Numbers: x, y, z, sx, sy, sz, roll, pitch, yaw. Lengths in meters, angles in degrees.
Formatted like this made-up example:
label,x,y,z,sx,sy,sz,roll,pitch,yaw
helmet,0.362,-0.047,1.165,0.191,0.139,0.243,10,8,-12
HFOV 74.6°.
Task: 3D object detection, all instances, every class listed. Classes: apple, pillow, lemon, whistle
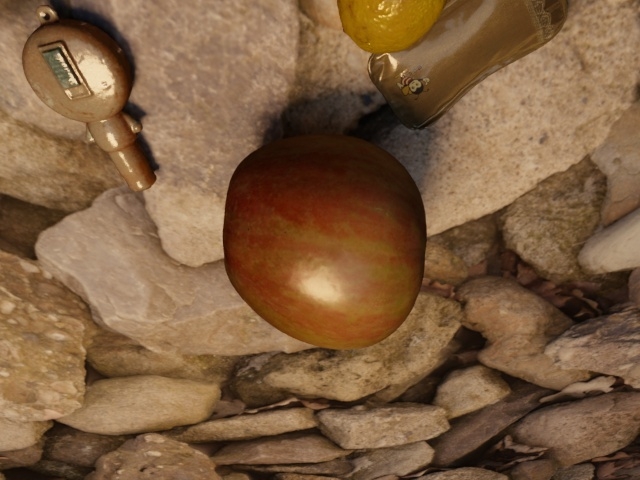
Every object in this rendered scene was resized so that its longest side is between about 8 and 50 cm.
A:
label,x,y,z,sx,sy,sz,roll,pitch,yaw
apple,0.000,0.000,0.513,0.233,0.257,0.257,9,128,-9
pillow,0.164,-0.228,0.479,0.217,0.033,0.130,-32,126,20
lemon,0.071,-0.246,0.406,0.109,0.109,0.133,28,134,-26
whistle,-0.258,-0.152,0.489,0.107,0.057,0.220,-11,132,3
